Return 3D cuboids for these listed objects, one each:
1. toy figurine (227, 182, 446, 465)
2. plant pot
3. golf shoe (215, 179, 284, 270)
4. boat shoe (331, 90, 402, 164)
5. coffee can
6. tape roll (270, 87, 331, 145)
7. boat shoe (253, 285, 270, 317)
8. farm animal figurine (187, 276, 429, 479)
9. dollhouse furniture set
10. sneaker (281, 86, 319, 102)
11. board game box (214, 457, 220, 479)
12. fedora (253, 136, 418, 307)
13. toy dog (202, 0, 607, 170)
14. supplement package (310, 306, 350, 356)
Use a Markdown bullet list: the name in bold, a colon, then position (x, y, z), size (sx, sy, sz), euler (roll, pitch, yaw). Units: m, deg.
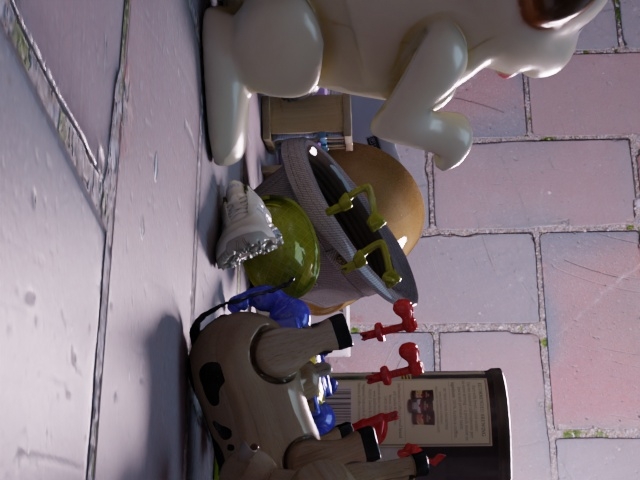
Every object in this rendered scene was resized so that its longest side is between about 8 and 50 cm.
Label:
- **toy figurine**: position (-0.008, 0.107, 1.351), size (0.217, 0.191, 0.362), euler (13, 64, -74)
- **plant pot**: position (0.020, 0.002, 1.970), size (0.254, 0.237, 0.237), euler (-58, 150, -57)
- **golf shoe**: position (-0.085, -0.019, 1.298), size (0.176, 0.069, 0.086), euler (-93, 161, -87)
- **boat shoe**: position (0.081, -0.188, 2.139), size (0.105, 0.113, 0.306), euler (-151, -139, -73)
- **coffee can**: position (0.091, 0.262, 1.567), size (0.201, 0.275, 0.201), euler (-1, 90, -87)
- **tape roll**: position (-0.030, -0.291, 2.063), size (0.275, 0.090, 0.274), euler (0, 90, -87)
- **boat shoe**: position (-0.062, 0.066, 1.666), size (0.153, 0.056, 0.048), euler (-75, 173, -75)
- **farm animal figurine**: position (-0.033, 0.196, 1.046), size (0.330, 0.172, 0.326), euler (114, -40, -63)
- **dollhouse furniture set**: position (-0.016, -0.112, 1.845), size (0.129, 0.129, 0.183), euler (64, 24, -84)
- **sneaker**: position (-0.015, -0.339, 1.813), size (0.134, 0.146, 0.343), euler (86, 5, -51)
- **board game box**: position (-0.054, 0.263, 1.310), size (0.181, 0.092, 0.043), euler (84, 5, -60)
- **fedora**: position (0.000, 0.000, 1.625), size (0.275, 0.124, 0.243), euler (46, 19, -37)
- **toy dog**: position (0.093, -0.273, 1.292), size (0.284, 0.408, 0.395), euler (-85, 174, -68)
- **supplement package**: position (0.004, 0.129, 2.416), size (0.105, 0.105, 0.179), euler (81, 8, -73)
